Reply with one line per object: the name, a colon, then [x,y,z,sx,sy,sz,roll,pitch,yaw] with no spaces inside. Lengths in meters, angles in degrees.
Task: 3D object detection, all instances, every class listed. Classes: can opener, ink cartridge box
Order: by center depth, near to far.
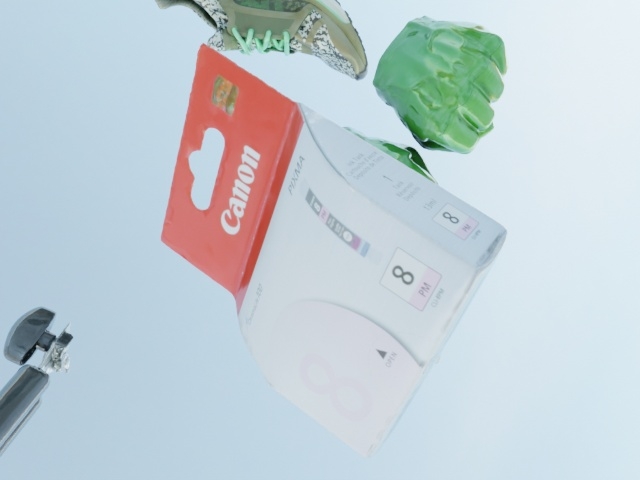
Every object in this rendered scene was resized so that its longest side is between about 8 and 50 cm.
ink cartridge box: [-0.020,0.010,0.539,0.232,0.189,0.066,31,-139,12]
can opener: [-0.399,0.194,1.063,0.093,0.074,0.280,24,-151,-6]

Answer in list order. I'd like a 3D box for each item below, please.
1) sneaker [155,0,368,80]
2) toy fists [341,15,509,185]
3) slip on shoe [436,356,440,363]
sneaker: [-0.109,-0.362,1.383,0.410,0.158,0.182,34,-100,8]
toy fists: [0.093,-0.106,0.869,0.096,0.142,0.279,32,-81,-35]
slip on shoe: [0.107,0.072,0.819,0.041,0.135,0.051,6,-135,1]
